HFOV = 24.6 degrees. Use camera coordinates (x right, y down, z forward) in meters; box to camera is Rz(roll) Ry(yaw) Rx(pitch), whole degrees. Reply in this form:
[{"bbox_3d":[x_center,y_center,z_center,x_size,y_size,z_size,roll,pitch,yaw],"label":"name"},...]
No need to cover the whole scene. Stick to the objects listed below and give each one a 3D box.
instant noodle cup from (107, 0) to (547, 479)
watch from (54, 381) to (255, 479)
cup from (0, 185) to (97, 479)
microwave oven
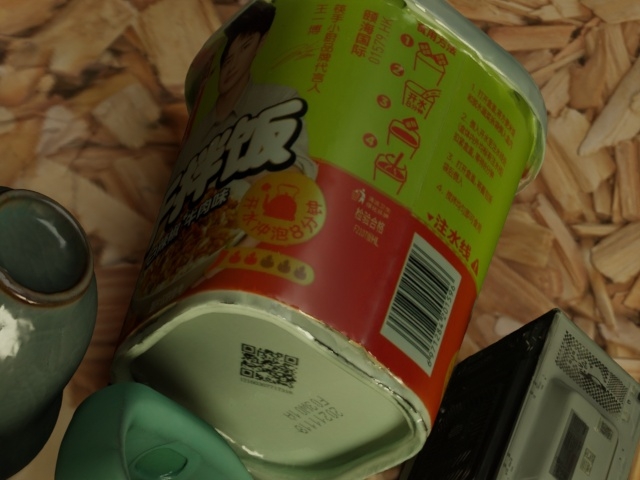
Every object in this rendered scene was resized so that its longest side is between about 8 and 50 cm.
[{"bbox_3d":[0.000,0.000,1.081,0.294,0.294,0.308,36,49,-20],"label":"instant noodle cup"},{"bbox_3d":[-0.078,0.191,0.933,0.237,0.068,0.195,45,13,-53],"label":"watch"},{"bbox_3d":[-0.213,0.037,0.913,0.199,0.150,0.199,25,46,-29],"label":"cup"},{"bbox_3d":[0.151,0.178,1.157,0.122,0.162,0.208,42,45,-12],"label":"microwave oven"}]
